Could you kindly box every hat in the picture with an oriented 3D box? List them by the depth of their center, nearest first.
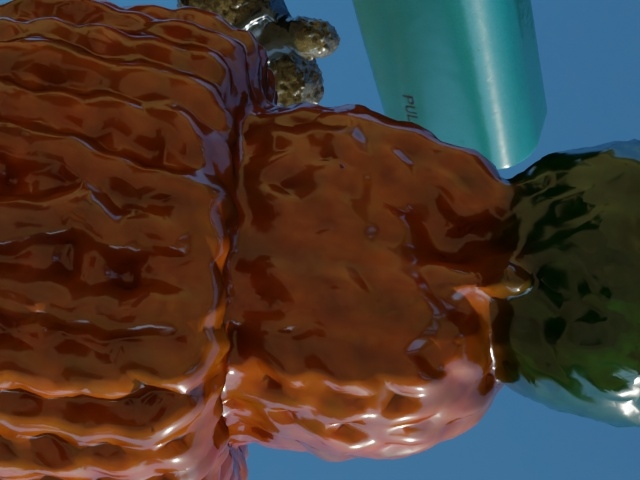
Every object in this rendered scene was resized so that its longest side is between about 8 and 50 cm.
[{"bbox_3d":[0.000,0.000,0.680,0.400,0.285,0.285,-7,-113,1],"label":"hat"}]

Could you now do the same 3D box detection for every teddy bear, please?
[{"bbox_3d":[-0.067,-0.219,1.271,0.129,0.251,0.182,-19,-153,-15],"label":"teddy bear"}]

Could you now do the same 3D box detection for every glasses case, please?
[{"bbox_3d":[0.071,-0.173,0.898,0.117,0.301,0.070,4,-129,22],"label":"glasses case"}]
